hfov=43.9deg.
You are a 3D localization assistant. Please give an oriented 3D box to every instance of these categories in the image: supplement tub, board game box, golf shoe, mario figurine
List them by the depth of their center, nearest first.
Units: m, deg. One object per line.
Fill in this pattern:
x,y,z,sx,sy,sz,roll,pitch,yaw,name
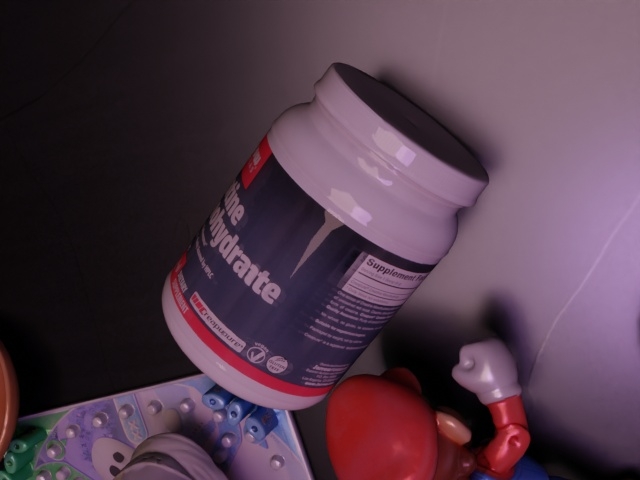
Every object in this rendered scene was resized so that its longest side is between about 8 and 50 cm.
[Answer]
0.000,0.000,0.715,0.191,0.191,0.272,39,110,6,supplement tub
0.150,0.209,0.749,0.321,0.170,0.198,30,73,-11,mario figurine
-0.097,0.336,0.791,0.306,0.140,0.115,42,108,4,golf shoe
-0.174,0.363,0.921,0.390,0.050,0.389,-16,96,19,board game box

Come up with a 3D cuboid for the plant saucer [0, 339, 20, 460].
-0.423,0.193,0.941,0.200,0.037,0.200,-4,81,29,plant saucer
